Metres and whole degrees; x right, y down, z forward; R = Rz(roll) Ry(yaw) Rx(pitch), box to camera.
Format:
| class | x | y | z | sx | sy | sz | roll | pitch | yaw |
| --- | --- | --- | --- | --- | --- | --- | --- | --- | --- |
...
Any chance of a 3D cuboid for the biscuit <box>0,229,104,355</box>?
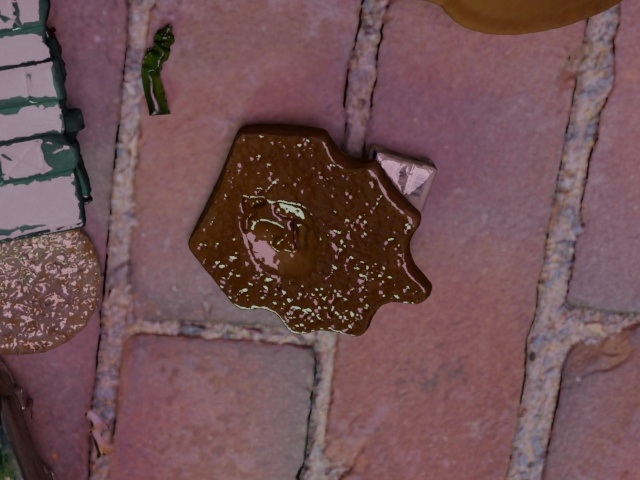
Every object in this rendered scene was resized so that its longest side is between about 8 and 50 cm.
| class | x | y | z | sx | sy | sz | roll | pitch | yaw |
| --- | --- | --- | --- | --- | --- | --- | --- | --- | --- |
| biscuit | -0.269 | 0.035 | 1.558 | 0.152 | 0.020 | 0.152 | -3 | 111 | -8 |

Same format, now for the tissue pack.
| class | x | y | z | sx | sy | sz | roll | pitch | yaw |
| --- | --- | --- | --- | --- | --- | --- | --- | --- | --- |
| tissue pack | 0.062 | -0.038 | 1.568 | 0.062 | 0.042 | 0.083 | 14 | 108 | -12 |

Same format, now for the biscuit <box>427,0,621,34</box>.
| class | x | y | z | sx | sy | sz | roll | pitch | yaw |
| --- | --- | --- | --- | --- | --- | --- | --- | --- | --- |
| biscuit | 0.183 | -0.318 | 1.414 | 0.312 | 0.057 | 0.351 | -27 | 132 | -9 |

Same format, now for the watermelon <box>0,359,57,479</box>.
| class | x | y | z | sx | sy | sz | roll | pitch | yaw |
| --- | --- | --- | --- | --- | --- | --- | --- | --- | --- |
| watermelon | -0.287 | 0.270 | 1.578 | 0.180 | 0.224 | 0.305 | -43 | 125 | -40 |

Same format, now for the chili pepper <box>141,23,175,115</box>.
| class | x | y | z | sx | sy | sz | roll | pitch | yaw |
| --- | --- | --- | --- | --- | --- | --- | --- | --- | --- |
| chili pepper | -0.141 | -0.147 | 1.515 | 0.027 | 0.022 | 0.083 | 15 | 111 | 22 |

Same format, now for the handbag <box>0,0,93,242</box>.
| class | x | y | z | sx | sy | sz | roll | pitch | yaw |
| --- | --- | --- | --- | --- | --- | --- | --- | --- | --- |
| handbag | -0.343 | -0.118 | 1.458 | 0.274 | 0.100 | 0.269 | -14 | 107 | -4 |

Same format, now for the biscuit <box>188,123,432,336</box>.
| class | x | y | z | sx | sy | sz | roll | pitch | yaw |
| --- | --- | --- | --- | --- | --- | --- | --- | --- | --- |
| biscuit | 0.001 | -0.001 | 1.548 | 0.215 | 0.034 | 0.182 | 27 | 112 | 3 |
